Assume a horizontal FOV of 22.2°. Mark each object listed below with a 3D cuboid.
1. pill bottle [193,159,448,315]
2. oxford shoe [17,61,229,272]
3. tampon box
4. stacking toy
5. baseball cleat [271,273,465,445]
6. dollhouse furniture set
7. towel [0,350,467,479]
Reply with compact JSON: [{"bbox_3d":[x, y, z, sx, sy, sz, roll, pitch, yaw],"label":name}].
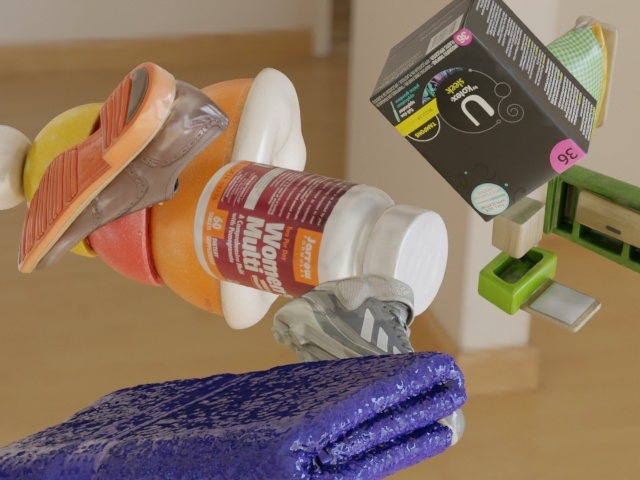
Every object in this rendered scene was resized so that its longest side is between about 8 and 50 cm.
[{"bbox_3d":[0.000,0.000,1.542,0.221,0.121,0.121,13,26,31],"label":"pill bottle"},{"bbox_3d":[-0.250,-0.060,1.993,0.132,0.363,0.130,24,44,-29],"label":"oxford shoe"},{"bbox_3d":[0.146,-0.123,1.452,0.120,0.161,0.101,-36,18,33],"label":"tampon box"},{"bbox_3d":[-0.277,-0.082,2.203,0.479,0.351,0.351,8,25,7],"label":"stacking toy"},{"bbox_3d":[0.054,0.080,1.266,0.109,0.072,0.206,-37,47,-25],"label":"baseball cleat"},{"bbox_3d":[0.290,-0.068,1.786,0.151,0.302,0.197,26,44,29],"label":"dollhouse furniture set"},{"bbox_3d":[-0.075,0.146,1.108,0.308,0.076,0.227,-10,7,35],"label":"towel"}]
